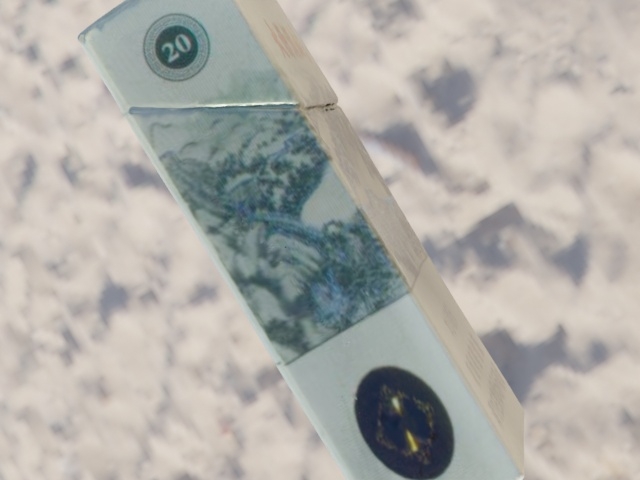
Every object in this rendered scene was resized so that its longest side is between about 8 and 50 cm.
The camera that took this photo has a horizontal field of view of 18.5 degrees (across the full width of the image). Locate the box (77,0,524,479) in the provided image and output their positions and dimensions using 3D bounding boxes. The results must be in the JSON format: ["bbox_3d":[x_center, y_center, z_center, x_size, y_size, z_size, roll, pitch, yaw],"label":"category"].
[{"bbox_3d":[0.000,0.000,0.887,0.256,0.069,0.164,59,-173,-1],"label":"box"}]
